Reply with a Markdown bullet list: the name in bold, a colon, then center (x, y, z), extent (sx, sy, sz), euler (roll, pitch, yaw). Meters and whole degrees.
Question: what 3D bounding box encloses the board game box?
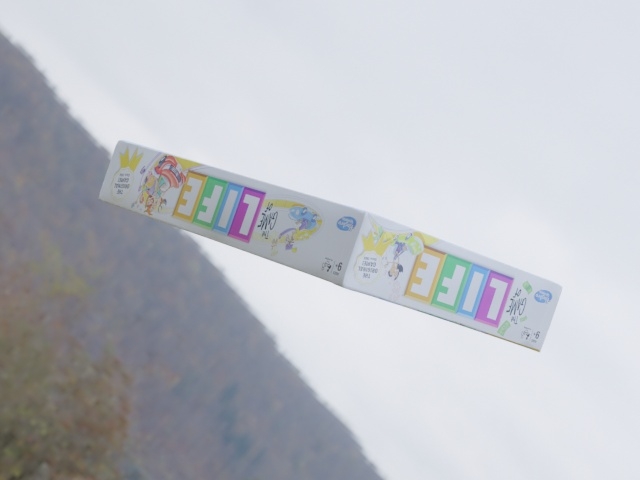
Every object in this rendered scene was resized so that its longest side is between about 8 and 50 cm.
- **board game box**: center (0.000, 0.000, 0.569), extent (0.103, 0.026, 0.154), euler (20, -1, -40)
